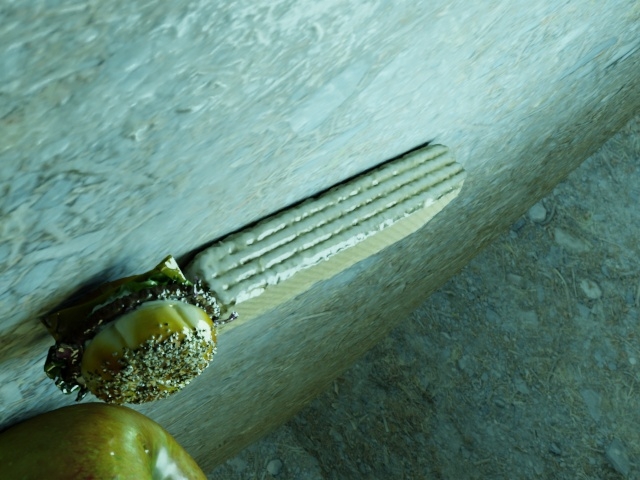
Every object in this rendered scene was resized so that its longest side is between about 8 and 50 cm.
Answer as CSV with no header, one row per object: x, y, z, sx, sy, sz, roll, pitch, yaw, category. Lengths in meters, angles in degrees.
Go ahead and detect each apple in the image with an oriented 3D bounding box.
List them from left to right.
-0.304,0.392,1.293,0.374,0.374,0.384,-37,157,7,apple

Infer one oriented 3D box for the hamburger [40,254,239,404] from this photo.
-0.180,0.104,1.037,0.189,0.093,0.164,-30,146,6,hamburger

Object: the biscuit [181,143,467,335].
0.000,0.000,1.269,0.426,0.078,0.144,-26,166,-38,biscuit
